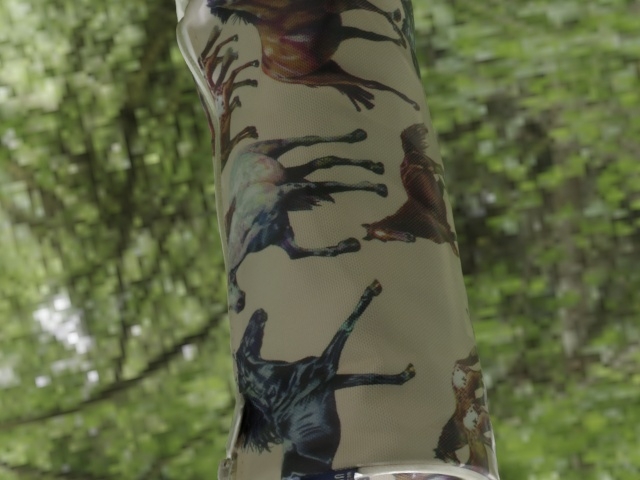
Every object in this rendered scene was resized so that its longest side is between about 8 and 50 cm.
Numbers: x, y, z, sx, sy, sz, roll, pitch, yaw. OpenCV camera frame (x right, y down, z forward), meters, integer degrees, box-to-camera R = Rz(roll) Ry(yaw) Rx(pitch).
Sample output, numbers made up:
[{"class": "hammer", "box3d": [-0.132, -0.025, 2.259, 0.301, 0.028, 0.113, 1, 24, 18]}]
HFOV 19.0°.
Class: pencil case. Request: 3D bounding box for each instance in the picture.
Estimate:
[{"class": "pencil case", "box3d": [0.000, 0.000, 1.286, 0.183, 0.410, 0.160, -3, 158, -15]}]
